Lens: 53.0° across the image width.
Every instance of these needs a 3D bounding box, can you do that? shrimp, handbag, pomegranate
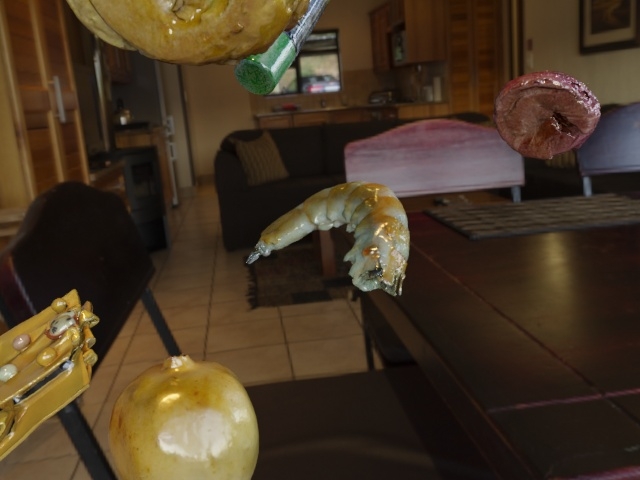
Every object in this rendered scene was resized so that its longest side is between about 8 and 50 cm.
[{"bbox_3d":[0.027,-0.020,0.978,0.287,0.068,0.185,13,58,36],"label":"shrimp"},{"bbox_3d":[-0.592,0.253,1.319,0.283,0.133,0.401,-36,22,-6],"label":"handbag"},{"bbox_3d":[-0.199,0.287,0.947,0.233,0.233,0.233,-5,12,1],"label":"pomegranate"}]

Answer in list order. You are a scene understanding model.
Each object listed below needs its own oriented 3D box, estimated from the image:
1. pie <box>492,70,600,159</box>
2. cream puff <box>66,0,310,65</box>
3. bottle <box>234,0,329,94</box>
[{"bbox_3d":[0.397,-0.221,1.141,0.182,0.182,0.050,1,46,27],"label":"pie"},{"bbox_3d":[-0.165,-0.390,0.838,0.343,0.327,0.231,-21,31,33],"label":"cream puff"},{"bbox_3d":[-0.064,-0.428,1.278,0.093,0.093,0.330,3,53,33],"label":"bottle"}]
